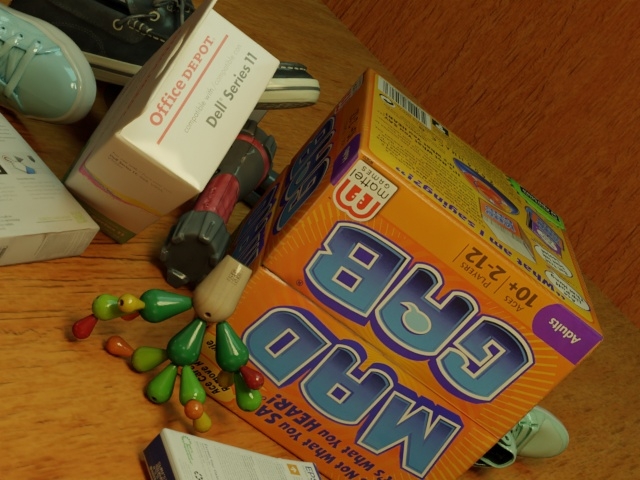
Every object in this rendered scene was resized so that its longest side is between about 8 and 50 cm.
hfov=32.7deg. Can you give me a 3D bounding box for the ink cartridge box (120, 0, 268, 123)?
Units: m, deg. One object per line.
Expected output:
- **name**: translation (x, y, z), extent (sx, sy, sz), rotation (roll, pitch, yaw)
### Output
- **ink cartridge box**: translation (-0.245, -0.313, 1.803), extent (0.307, 0.129, 0.223), rotation (41, 7, 24)

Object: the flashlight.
- **flashlight**: translation (-0.137, -0.061, 1.516), extent (0.304, 0.103, 0.103), rotation (-73, 151, -57)

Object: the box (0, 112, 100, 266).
- **box**: translation (-0.432, -0.101, 1.256), extent (0.322, 0.058, 0.232), rotation (48, 22, 15)

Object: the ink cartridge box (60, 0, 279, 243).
- **ink cartridge box**: translation (-0.178, -0.139, 1.297), extent (0.119, 0.353, 0.207), rotation (36, 64, -16)

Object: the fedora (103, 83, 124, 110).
- **fedora**: translation (-0.258, -0.147, 1.619), extent (0.194, 0.079, 0.194), rotation (36, 22, -17)

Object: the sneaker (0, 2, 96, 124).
- **sneaker**: translation (-0.469, -0.264, 1.431), extent (0.366, 0.135, 0.150), rotation (33, 20, 12)

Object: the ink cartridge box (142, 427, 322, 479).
- **ink cartridge box**: translation (-0.057, 0.305, 1.102), extent (0.224, 0.045, 0.223), rotation (24, 27, -41)

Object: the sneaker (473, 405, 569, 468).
- **sneaker**: translation (0.280, 0.305, 1.622), extent (0.255, 0.094, 0.151), rotation (21, 21, -22)

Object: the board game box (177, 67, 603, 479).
- **board game box**: translation (0.084, 0.061, 1.401), extent (0.356, 0.356, 0.356), rotation (37, 21, -11)

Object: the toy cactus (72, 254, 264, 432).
- **toy cactus**: translation (-0.141, 0.097, 1.186), extent (0.219, 0.180, 0.112), rotation (33, 0, -1)

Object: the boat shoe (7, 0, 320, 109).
- **boat shoe**: translation (-0.233, -0.289, 1.556), extent (0.500, 0.156, 0.187), rotation (17, 7, 17)

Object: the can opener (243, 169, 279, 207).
- **can opener**: translation (-0.071, -0.064, 1.786), extent (0.280, 0.074, 0.093), rotation (37, 21, -9)
